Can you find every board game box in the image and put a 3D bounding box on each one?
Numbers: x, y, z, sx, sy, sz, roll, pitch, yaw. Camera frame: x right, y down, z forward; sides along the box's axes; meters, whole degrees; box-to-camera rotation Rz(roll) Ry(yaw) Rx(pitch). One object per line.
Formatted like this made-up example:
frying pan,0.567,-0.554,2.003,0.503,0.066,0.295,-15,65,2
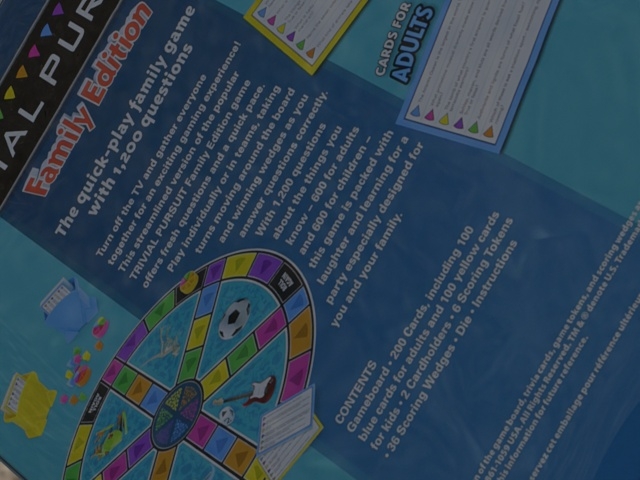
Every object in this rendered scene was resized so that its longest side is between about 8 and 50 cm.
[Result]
board game box,0.000,0.000,0.583,0.079,0.336,0.254,28,94,-54
